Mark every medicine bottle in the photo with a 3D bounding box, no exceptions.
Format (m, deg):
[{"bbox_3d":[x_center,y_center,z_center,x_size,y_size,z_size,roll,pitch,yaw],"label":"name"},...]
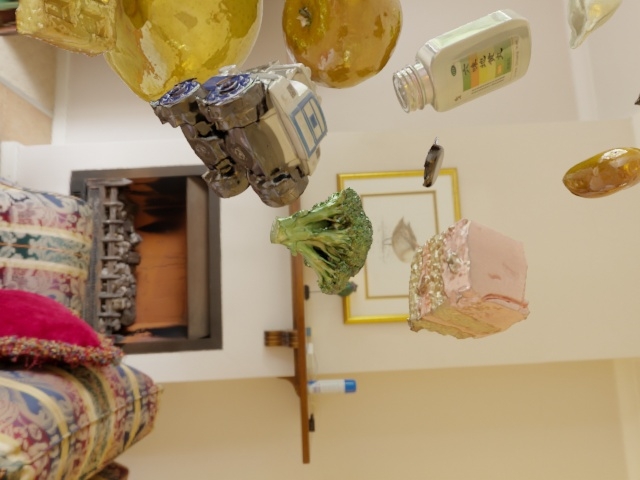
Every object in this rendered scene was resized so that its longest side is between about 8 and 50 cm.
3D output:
[{"bbox_3d":[0.349,-0.433,1.113,0.179,0.324,0.124,65,5,-49],"label":"medicine bottle"}]

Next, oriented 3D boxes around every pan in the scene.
[{"bbox_3d":[0.306,-0.219,1.175,0.212,0.040,0.115,-60,159,-47],"label":"pan"}]

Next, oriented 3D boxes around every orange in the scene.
[{"bbox_3d":[0.049,-0.479,0.985,0.279,0.235,0.279,15,-70,46],"label":"orange"}]

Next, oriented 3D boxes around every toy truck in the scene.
[{"bbox_3d":[-0.087,-0.159,0.579,0.177,0.213,0.161,-55,138,-29],"label":"toy truck"}]

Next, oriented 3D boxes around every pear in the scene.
[{"bbox_3d":[-0.316,-0.515,0.978,0.418,0.362,0.362,-54,-161,24],"label":"pear"}]

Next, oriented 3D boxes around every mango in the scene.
[{"bbox_3d":[0.400,-0.094,0.625,0.114,0.080,0.060,-24,-95,59],"label":"mango"}]

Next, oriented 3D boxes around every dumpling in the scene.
[{"bbox_3d":[0.780,-0.661,1.289,0.179,0.131,0.252,84,21,-78],"label":"dumpling"}]

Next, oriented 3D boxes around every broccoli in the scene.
[{"bbox_3d":[0.000,0.000,1.113,0.254,0.269,0.269,-33,-126,54],"label":"broccoli"}]

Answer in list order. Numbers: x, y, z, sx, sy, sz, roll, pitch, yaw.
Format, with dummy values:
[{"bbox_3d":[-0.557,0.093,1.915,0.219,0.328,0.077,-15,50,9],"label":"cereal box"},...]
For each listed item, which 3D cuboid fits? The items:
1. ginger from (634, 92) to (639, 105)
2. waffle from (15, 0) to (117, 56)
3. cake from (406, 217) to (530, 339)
[{"bbox_3d":[0.662,-0.296,0.695,0.223,0.269,0.200,30,-40,44],"label":"ginger"},{"bbox_3d":[-0.403,-0.455,0.722,0.168,0.057,0.274,-29,129,-71],"label":"waffle"},{"bbox_3d":[0.470,0.134,1.425,0.307,0.293,0.314,131,-30,-52],"label":"cake"}]
